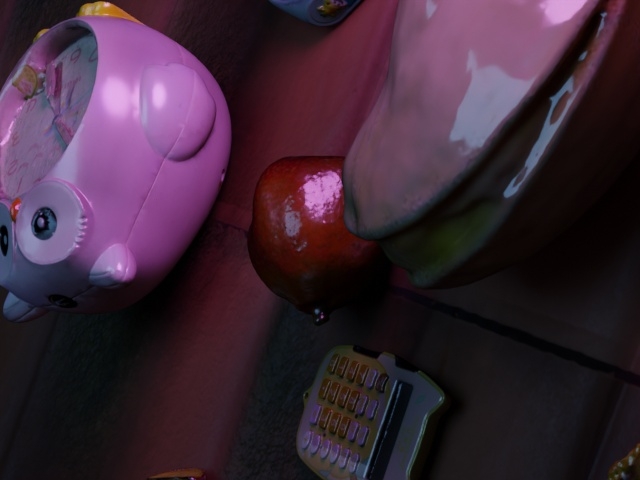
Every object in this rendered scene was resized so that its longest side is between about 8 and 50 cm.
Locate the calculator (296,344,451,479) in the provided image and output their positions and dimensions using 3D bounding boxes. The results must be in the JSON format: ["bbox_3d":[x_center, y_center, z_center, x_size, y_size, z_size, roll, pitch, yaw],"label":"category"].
[{"bbox_3d":[0.052,0.195,1.603,0.236,0.033,0.157,17,88,54],"label":"calculator"}]

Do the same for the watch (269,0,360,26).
[{"bbox_3d":[0.019,-0.379,1.871,0.237,0.068,0.195,-45,42,33],"label":"watch"}]

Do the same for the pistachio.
[{"bbox_3d":[0.178,-0.163,1.416,0.445,0.281,0.365,-59,12,2],"label":"pistachio"}]

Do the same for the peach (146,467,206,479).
[{"bbox_3d":[-0.170,0.302,1.796,0.077,0.050,0.083,44,120,24],"label":"peach"}]

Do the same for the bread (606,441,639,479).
[{"bbox_3d":[0.309,0.250,1.225,0.222,0.096,0.181,-45,44,30],"label":"bread"}]

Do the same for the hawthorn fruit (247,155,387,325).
[{"bbox_3d":[0.000,0.000,1.650,0.169,0.169,0.188,-27,54,40],"label":"hawthorn fruit"}]

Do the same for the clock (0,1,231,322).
[{"bbox_3d":[-0.278,-0.080,1.937,0.368,0.250,0.377,-18,54,43],"label":"clock"}]
